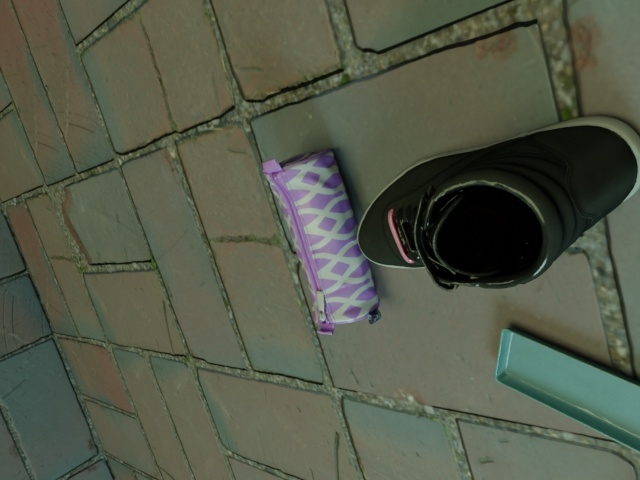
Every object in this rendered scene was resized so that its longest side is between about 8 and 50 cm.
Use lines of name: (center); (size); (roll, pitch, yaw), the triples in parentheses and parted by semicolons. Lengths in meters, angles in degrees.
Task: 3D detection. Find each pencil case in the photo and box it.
pencil case: (0.000, 0.000, 0.650); (0.086, 0.088, 0.206); (-9, 102, 49)

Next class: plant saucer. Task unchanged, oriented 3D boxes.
plant saucer: (0.248, 0.139, 0.512); (0.192, 0.018, 0.067); (22, 125, 37)

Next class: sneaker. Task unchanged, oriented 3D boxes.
sneaker: (0.099, -0.015, 0.490); (0.296, 0.147, 0.104); (-19, 97, 51)
